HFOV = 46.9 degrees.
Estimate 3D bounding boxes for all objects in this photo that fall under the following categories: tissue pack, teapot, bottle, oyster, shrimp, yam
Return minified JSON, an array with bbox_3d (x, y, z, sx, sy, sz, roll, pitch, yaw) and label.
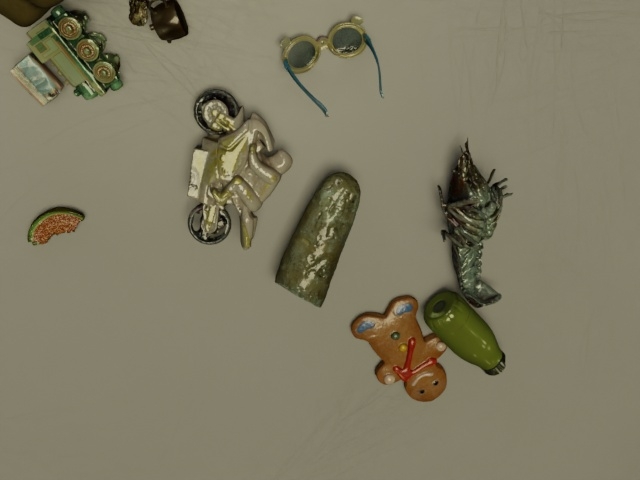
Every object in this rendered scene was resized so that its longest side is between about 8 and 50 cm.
[{"bbox_3d":[-0.568,-0.324,1.484,0.059,0.074,0.094,-38,115,4],"label":"tissue pack"},{"bbox_3d":[-0.312,-0.440,1.472,0.068,0.076,0.121,-18,151,6],"label":"teapot"},{"bbox_3d":[0.371,0.240,1.843,0.112,0.112,0.260,-42,115,9],"label":"bottle"},{"bbox_3d":[-0.364,-0.471,1.473,0.054,0.019,0.083,15,99,24],"label":"oyster"},{"bbox_3d":[0.359,-0.027,1.718,0.221,0.166,0.410,-28,134,-33],"label":"shrimp"},{"bbox_3d":[0.000,0.000,1.677,0.133,0.133,0.330,19,107,-16],"label":"yam"}]

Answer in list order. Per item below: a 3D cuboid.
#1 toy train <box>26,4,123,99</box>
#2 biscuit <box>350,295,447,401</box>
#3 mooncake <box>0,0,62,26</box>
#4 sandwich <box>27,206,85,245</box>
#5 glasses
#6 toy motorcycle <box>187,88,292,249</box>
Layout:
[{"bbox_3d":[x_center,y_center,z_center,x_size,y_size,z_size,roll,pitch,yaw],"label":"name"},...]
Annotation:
[{"bbox_3d":[-0.487,-0.369,1.480,0.125,0.080,0.194,-28,116,14],"label":"toy train"},{"bbox_3d":[0.227,0.291,1.879,0.206,0.049,0.324,-28,115,2],"label":"biscuit"},{"bbox_3d":[-0.448,-0.541,1.261,0.378,0.378,0.201,-43,117,9],"label":"mooncake"},{"bbox_3d":[-0.585,-0.037,1.622,0.135,0.029,0.067,-25,119,1],"label":"sandwich"},{"bbox_3d":[0.034,-0.338,1.521,0.190,0.220,0.088,-18,153,-3],"label":"glasses"},{"bbox_3d":[-0.176,-0.147,1.601,0.223,0.108,0.340,7,104,-6],"label":"toy motorcycle"}]
